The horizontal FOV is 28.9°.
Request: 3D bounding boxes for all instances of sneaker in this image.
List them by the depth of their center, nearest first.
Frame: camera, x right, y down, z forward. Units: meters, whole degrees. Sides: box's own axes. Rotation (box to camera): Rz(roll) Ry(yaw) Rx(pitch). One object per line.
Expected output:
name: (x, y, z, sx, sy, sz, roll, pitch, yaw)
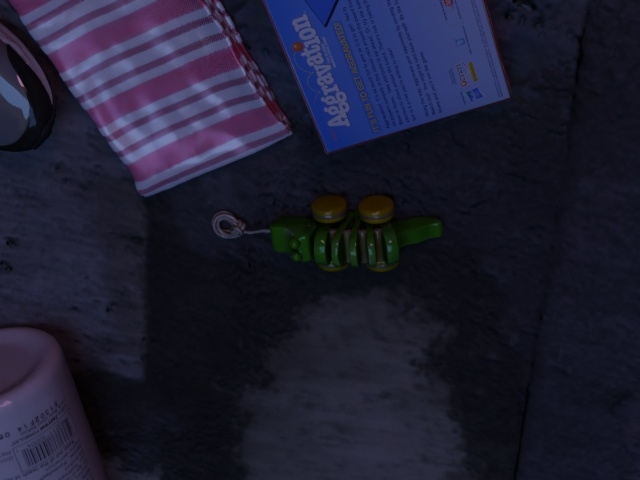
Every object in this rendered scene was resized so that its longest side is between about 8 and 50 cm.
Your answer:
sneaker: (-0.325, -0.143, 0.924, 0.271, 0.108, 0.100, 32, 120, -10)

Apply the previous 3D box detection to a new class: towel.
towel: (-0.128, -0.131, 0.938, 0.144, 0.029, 0.197, -21, 115, 23)

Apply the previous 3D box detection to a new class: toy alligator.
toy alligator: (0.000, 0.000, 0.979, 0.190, 0.051, 0.056, 0, 121, 11)

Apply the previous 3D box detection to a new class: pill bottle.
pill bottle: (-0.263, 0.204, 1.110, 0.131, 0.131, 0.229, -5, 120, 14)

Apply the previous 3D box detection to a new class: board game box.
board game box: (0.026, -0.192, 0.830, 0.145, 0.027, 0.281, -16, 128, 9)
